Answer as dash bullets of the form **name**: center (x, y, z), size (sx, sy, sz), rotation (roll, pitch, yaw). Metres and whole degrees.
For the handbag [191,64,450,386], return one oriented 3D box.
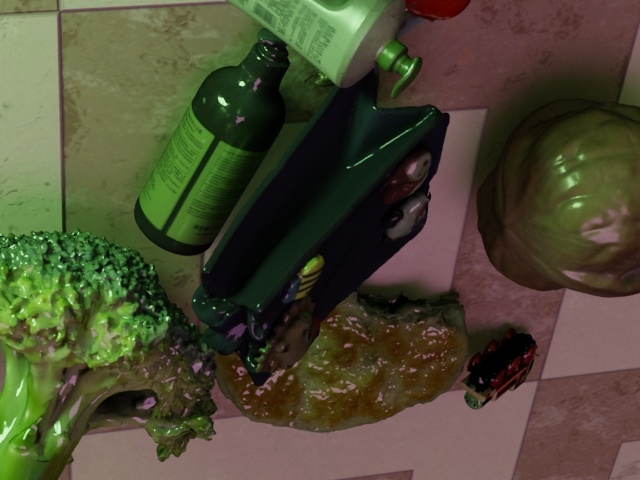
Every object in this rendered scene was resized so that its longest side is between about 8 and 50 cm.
- **handbag**: center (0.000, 0.000, 1.636), size (0.329, 0.122, 0.303), rotation (-51, 167, -17)

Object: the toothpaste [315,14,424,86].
- **toothpaste**: center (0.083, -0.242, 1.665), size (0.205, 0.036, 0.056), rotation (-37, 131, 11)

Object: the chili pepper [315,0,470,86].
- **chili pepper**: center (0.109, -0.294, 1.552), size (0.134, 0.131, 0.338), rotation (27, 132, 12)

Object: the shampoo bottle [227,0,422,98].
- **shampoo bottle**: center (0.006, -0.232, 1.509), size (0.118, 0.234, 0.087), rotation (-57, 164, 22)

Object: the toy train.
- **toy train**: center (0.239, 0.177, 2.055), size (0.138, 0.050, 0.087), rotation (-32, 145, -40)

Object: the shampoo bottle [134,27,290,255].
- **shampoo bottle**: center (-0.106, -0.114, 1.673), size (0.101, 0.101, 0.284), rotation (14, 126, -29)

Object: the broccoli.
- **broccoli**: center (-0.319, 0.163, 1.699), size (0.397, 0.275, 0.353), rotation (-33, 97, -16)

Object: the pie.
- **pie**: center (0.017, 0.136, 1.967), size (0.371, 0.078, 0.296), rotation (26, 119, -34)

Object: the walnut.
- **walnut**: center (0.315, -0.049, 1.785), size (0.273, 0.273, 0.227), rotation (-5, 101, -14)
